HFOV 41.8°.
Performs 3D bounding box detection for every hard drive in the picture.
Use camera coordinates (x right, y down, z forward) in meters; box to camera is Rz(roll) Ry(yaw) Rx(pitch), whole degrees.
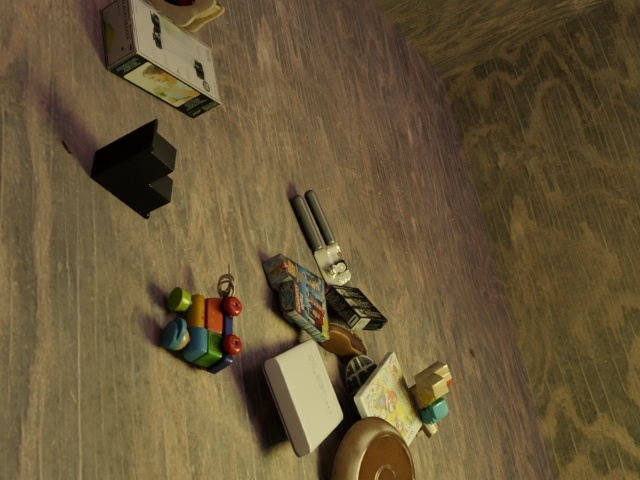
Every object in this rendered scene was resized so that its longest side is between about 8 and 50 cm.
[{"bbox_3d":[-0.033,0.342,1.878,0.318,0.040,0.210,-3,71,-76],"label":"hard drive"}]

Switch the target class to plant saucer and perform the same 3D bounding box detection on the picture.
[{"bbox_3d":[0.139,0.573,1.976,0.310,0.050,0.311,13,73,-49],"label":"plant saucer"}]

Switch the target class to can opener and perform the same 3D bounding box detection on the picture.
[{"bbox_3d":[0.000,0.000,2.301,0.280,0.074,0.093,67,-10,-4],"label":"can opener"}]

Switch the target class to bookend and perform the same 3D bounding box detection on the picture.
[{"bbox_3d":[-0.329,-0.135,1.623,0.156,0.157,0.072,42,35,-42],"label":"bookend"}]

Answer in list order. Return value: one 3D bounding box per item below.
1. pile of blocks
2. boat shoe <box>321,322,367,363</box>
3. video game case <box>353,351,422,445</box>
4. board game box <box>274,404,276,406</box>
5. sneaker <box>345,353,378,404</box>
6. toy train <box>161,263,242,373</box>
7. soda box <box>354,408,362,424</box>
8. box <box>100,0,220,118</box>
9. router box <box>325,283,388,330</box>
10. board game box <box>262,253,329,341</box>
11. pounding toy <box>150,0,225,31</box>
[{"bbox_3d":[0.300,0.426,2.234,0.149,0.112,0.362,55,-21,15],"label":"pile of blocks"},{"bbox_3d":[0.056,0.258,2.174,0.207,0.073,0.073,49,28,-49],"label":"boat shoe"},{"bbox_3d":[0.175,0.431,2.112,0.206,0.026,0.227,-43,116,-51],"label":"video game case"},{"bbox_3d":[-0.086,0.337,1.843,0.168,0.033,0.133,-27,96,-77],"label":"board game box"},{"bbox_3d":[0.143,0.405,2.222,0.275,0.107,0.110,60,6,-27],"label":"sneaker"},{"bbox_3d":[-0.240,0.128,1.664,0.143,0.105,0.248,27,44,-36],"label":"toy train"},{"bbox_3d":[0.116,0.494,2.106,0.060,0.053,0.169,57,27,-23],"label":"soda box"},{"bbox_3d":[-0.356,-0.411,1.888,0.290,0.087,0.169,24,48,-57],"label":"box"},{"bbox_3d":[0.094,0.184,2.279,0.133,0.046,0.179,48,16,25],"label":"router box"},{"bbox_3d":[-0.062,0.130,2.040,0.194,0.060,0.194,43,28,-37],"label":"board game box"},{"bbox_3d":[-0.327,-0.597,1.919,0.269,0.154,0.155,42,10,7],"label":"pounding toy"}]
